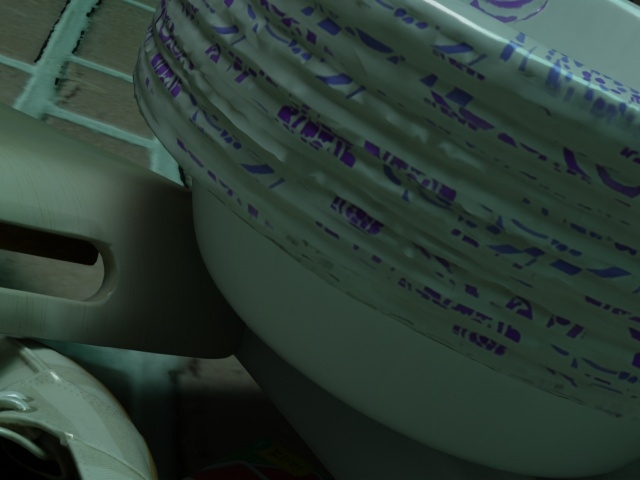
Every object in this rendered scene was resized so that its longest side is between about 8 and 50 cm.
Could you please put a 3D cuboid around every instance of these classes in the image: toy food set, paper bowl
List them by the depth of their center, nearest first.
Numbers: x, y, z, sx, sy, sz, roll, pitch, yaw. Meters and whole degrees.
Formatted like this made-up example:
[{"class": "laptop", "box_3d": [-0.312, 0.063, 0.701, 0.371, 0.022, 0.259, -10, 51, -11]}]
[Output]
[{"class": "paper bowl", "box_3d": [0.066, -0.023, 0.502, 0.284, 0.148, 0.284, 23, 21, -9]}, {"class": "toy food set", "box_3d": [-0.201, -0.025, 0.552, 0.306, 0.092, 0.220, 24, 6, 40]}]

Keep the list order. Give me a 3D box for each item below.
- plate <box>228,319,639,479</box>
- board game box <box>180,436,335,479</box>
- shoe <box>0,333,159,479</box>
[{"class": "plate", "box_3d": [0.105, 0.077, 0.589, 0.277, 0.045, 0.278, 7, 28, -42]}, {"class": "board game box", "box_3d": [0.052, 0.157, 0.445, 0.259, 0.039, 0.124, 31, 19, 19]}, {"class": "shoe", "box_3d": [-0.084, 0.083, 0.398, 0.076, 0.058, 0.219, -29, 38, -11]}]
